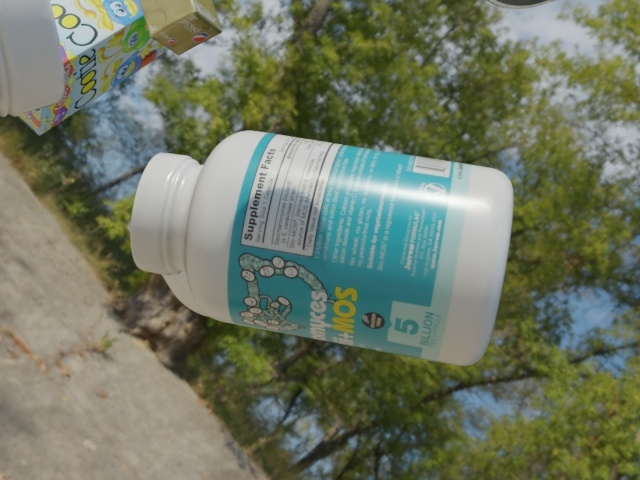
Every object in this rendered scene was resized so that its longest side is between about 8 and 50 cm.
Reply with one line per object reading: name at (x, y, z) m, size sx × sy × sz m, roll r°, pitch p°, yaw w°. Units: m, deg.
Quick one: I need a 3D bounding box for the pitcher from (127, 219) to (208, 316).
pitcher at (-0.221, 0.036, 1.390) m, size 0.207 × 0.125 × 0.177 m, roll 41°, pitch -9°, yaw -39°

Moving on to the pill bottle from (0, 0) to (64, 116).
pill bottle at (-0.422, -0.141, 0.626) m, size 0.229 × 0.407 × 0.229 m, roll 43°, pitch -36°, yaw 44°

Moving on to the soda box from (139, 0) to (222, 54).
soda box at (-0.170, -0.300, 0.906) m, size 0.058 × 0.061 × 0.181 m, roll 22°, pitch 47°, yaw -66°

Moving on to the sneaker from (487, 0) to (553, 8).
sneaker at (0.237, -0.276, 0.564) m, size 0.126 × 0.321 × 0.127 m, roll 48°, pitch 20°, yaw -17°

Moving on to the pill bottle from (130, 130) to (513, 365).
pill bottle at (0.000, 0.000, 0.614) m, size 0.264 × 0.146 × 0.146 m, roll 10°, pitch -30°, yaw 8°

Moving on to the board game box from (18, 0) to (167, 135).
board game box at (-0.357, -0.309, 1.225) m, size 0.144 × 0.275 × 0.142 m, roll 41°, pitch -36°, yaw 4°
